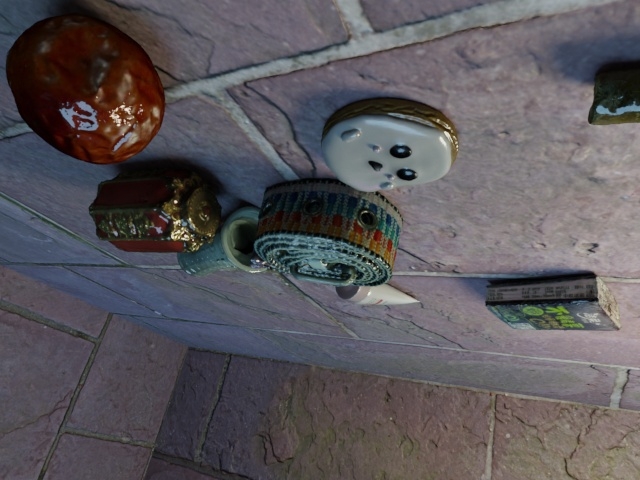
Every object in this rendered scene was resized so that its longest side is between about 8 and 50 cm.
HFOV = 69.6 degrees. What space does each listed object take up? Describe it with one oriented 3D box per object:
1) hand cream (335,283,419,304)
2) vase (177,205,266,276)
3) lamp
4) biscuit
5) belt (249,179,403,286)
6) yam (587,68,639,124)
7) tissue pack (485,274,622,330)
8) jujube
[{"bbox_3d":[0.142,0.141,1.221,0.133,0.083,0.247,-7,158,43],"label":"hand cream"},{"bbox_3d":[-0.232,0.020,1.082,0.143,0.143,0.298,29,154,-30],"label":"vase"},{"bbox_3d":[-0.334,-0.058,0.935,0.273,0.177,0.177,2,153,29],"label":"lamp"},{"bbox_3d":[0.096,-0.129,0.681,0.208,0.049,0.181,-2,152,35],"label":"biscuit"},{"bbox_3d":[0.000,0.000,0.874,0.294,0.161,0.207,9,155,10],"label":"belt"},{"bbox_3d":[0.413,-0.146,0.457,0.252,0.061,0.061,3,154,22],"label":"yam"},{"bbox_3d":[0.508,0.145,1.017,0.235,0.073,0.173,-12,145,44],"label":"tissue pack"},{"bbox_3d":[-0.318,-0.194,0.643,0.189,0.190,0.255,25,171,-23],"label":"jujube"}]
